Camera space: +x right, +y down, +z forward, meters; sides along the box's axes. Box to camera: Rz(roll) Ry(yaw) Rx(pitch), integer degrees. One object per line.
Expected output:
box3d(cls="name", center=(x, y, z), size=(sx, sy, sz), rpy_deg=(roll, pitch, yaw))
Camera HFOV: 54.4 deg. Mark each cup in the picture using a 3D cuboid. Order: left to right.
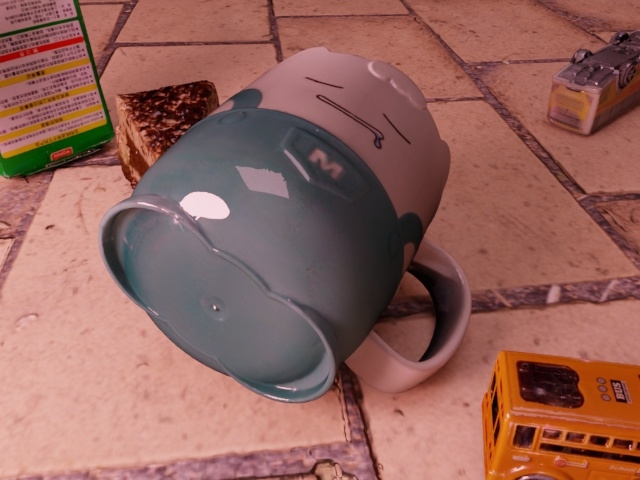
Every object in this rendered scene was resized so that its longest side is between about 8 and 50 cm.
box3d(cls="cup", center=(0.000, 0.000, 0.531), size=(0.290, 0.219, 0.257), rpy_deg=(39, 41, -2))

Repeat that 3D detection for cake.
box3d(cls="cake", center=(-0.192, -0.084, 0.716), size=(0.135, 0.112, 0.246), rpy_deg=(-2, 38, 2))

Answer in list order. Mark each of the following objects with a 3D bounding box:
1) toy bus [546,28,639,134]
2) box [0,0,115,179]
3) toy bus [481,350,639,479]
box3d(cls="toy bus", center=(0.458, -0.252, 0.966), size=(0.268, 0.106, 0.092), rpy_deg=(-30, 45, -33))
box3d(cls="box", center=(-0.370, -0.216, 0.778), size=(0.103, 0.250, 0.180), rpy_deg=(25, 42, 39))
box3d(cls="toy bus", center=(0.214, 0.133, 0.426), size=(0.195, 0.088, 0.083), rpy_deg=(5, 34, 7))
